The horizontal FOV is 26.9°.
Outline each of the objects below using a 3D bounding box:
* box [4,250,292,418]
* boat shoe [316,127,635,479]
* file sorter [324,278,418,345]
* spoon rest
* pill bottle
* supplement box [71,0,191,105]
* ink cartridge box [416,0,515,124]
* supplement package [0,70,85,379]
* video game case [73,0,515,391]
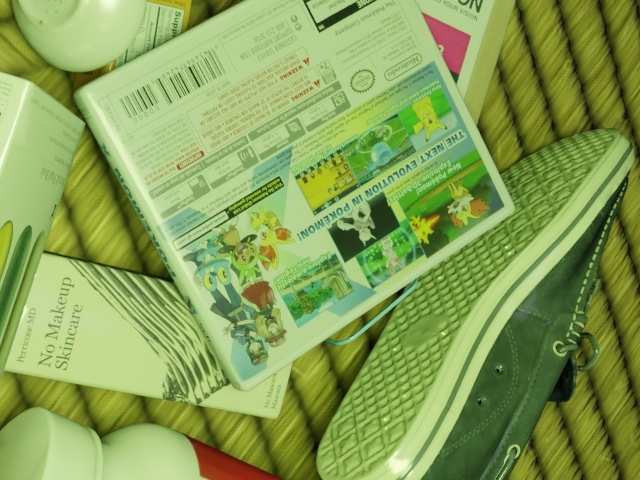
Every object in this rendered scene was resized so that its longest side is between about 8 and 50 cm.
[{"bbox_3d":[-0.163,0.085,1.227,0.275,0.094,0.113,13,89,-29],"label":"box"},{"bbox_3d":[0.181,0.088,1.338,0.156,0.186,0.500,47,61,-24],"label":"boat shoe"},{"bbox_3d":[0.000,0.000,1.300,0.118,0.104,0.170,-38,111,-20],"label":"file sorter"},{"bbox_3d":[-0.226,-0.282,1.150,0.084,0.137,0.276,-26,103,-62],"label":"spoon rest"},{"bbox_3d":[-0.113,0.304,1.201,0.407,0.229,0.229,29,82,-28],"label":"pill bottle"},{"bbox_3d":[-0.162,-0.230,1.205,0.080,0.078,0.234,10,91,-32],"label":"supplement box"},{"bbox_3d":[0.056,-0.190,1.319,0.234,0.088,0.193,19,88,-28],"label":"ink cartridge box"},{"bbox_3d":[-0.330,-0.011,1.031,0.198,0.199,0.263,18,87,3],"label":"supplement package"},{"bbox_3d":[-0.011,-0.076,1.209,0.329,0.036,0.300,-32,103,-22],"label":"video game case"}]
